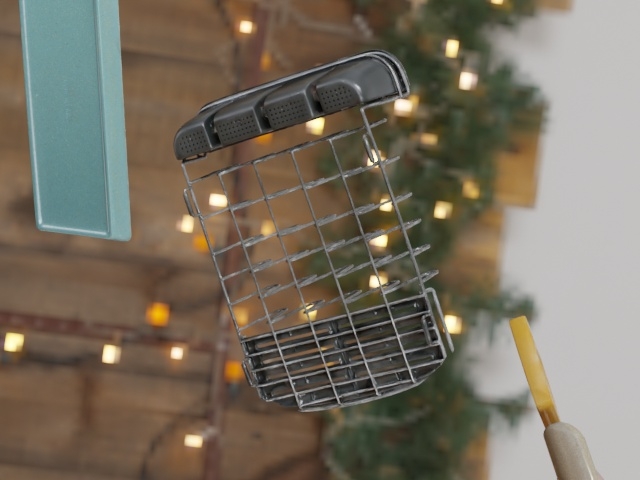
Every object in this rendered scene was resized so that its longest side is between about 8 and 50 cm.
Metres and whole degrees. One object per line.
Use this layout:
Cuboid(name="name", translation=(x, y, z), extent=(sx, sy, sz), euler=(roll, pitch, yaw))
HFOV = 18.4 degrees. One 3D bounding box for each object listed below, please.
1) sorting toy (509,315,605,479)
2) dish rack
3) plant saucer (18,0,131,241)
Cuboid(name="sorting toy", translation=(0.178, 0.196, 1.089), extent=(0.196, 0.047, 0.347), euler=(55, 17, -70))
Cuboid(name="dish rack", translation=(0.000, 0.000, 1.609), extent=(0.074, 0.208, 0.271), euler=(-26, 100, -57))
Cuboid(name="plant saucer", translation=(-0.156, -0.088, 1.228), extent=(0.018, 0.067, 0.192), euler=(-48, 142, -59))
